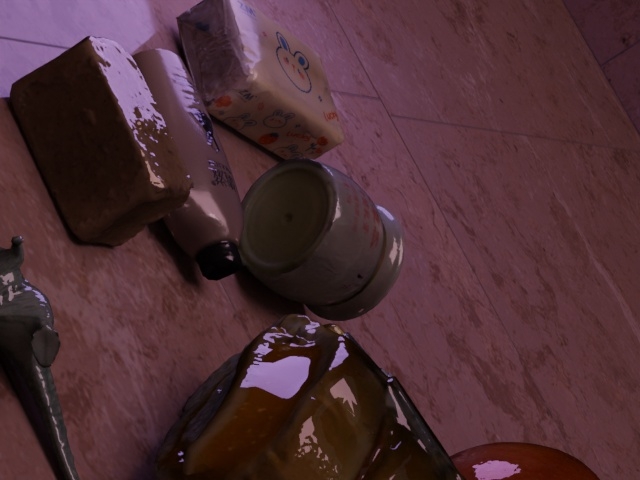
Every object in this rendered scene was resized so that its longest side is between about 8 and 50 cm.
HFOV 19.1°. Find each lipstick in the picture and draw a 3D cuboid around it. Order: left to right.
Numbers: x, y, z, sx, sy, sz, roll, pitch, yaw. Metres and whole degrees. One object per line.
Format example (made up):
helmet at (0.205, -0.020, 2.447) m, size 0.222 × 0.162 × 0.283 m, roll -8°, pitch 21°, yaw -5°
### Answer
lipstick at (0.044, 0.134, 2.115) m, size 0.116 × 0.037 × 0.037 m, roll 51°, pitch 23°, yaw -6°

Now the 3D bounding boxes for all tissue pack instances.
tissue pack at (-0.070, -0.190, 2.234) m, size 0.196 × 0.092 × 0.148 m, roll 28°, pitch 37°, yaw -49°

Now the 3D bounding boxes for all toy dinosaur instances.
toy dinosaur at (-0.238, 0.093, 1.528) m, size 0.129 × 0.076 × 0.383 m, roll 67°, pitch 4°, yaw -75°

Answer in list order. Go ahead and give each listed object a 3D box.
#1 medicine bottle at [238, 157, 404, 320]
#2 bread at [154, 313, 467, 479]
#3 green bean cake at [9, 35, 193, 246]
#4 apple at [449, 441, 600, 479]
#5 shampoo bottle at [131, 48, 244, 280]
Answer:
medicine bottle at (0.000, 0.000, 2.051) m, size 0.143 × 0.147 × 0.147 m, roll 34°, pitch 32°, yaw -47°
bread at (0.027, 0.244, 1.689) m, size 0.341 × 0.210 × 0.300 m, roll 56°, pitch 18°, yaw -6°
green bean cake at (-0.207, -0.093, 1.801) m, size 0.085 × 0.109 × 0.179 m, roll 4°, pitch 56°, yaw -63°
apple at (0.201, 0.327, 1.957) m, size 0.272 × 0.206 × 0.251 m, roll 19°, pitch 46°, yaw -58°
shampoo bottle at (-0.138, -0.075, 1.957) m, size 0.127 × 0.078 × 0.257 m, roll 25°, pitch 40°, yaw -58°
